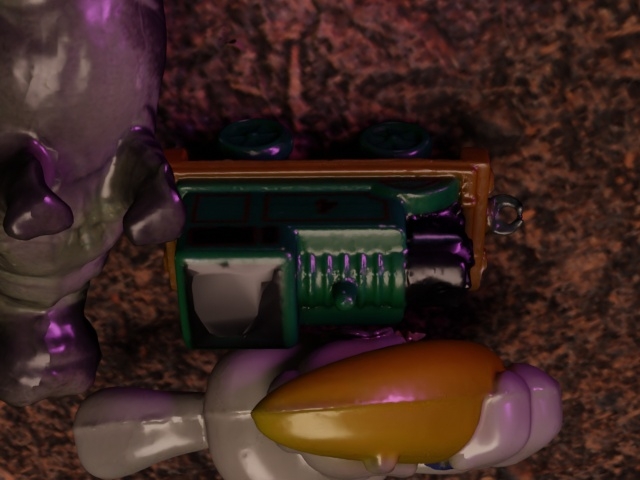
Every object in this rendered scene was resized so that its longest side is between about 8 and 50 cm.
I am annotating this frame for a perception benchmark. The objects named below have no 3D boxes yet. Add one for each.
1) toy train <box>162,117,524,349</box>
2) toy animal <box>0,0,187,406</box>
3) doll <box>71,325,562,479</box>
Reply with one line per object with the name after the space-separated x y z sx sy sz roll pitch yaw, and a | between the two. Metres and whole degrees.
0.000 0.000 0.599 0.228 0.136 0.091 1 124 2 | toy train
-0.139 -0.037 0.556 0.106 0.168 0.343 -2 128 -29 | toy animal
0.007 0.108 0.646 0.252 0.111 0.237 0 172 -32 | doll
